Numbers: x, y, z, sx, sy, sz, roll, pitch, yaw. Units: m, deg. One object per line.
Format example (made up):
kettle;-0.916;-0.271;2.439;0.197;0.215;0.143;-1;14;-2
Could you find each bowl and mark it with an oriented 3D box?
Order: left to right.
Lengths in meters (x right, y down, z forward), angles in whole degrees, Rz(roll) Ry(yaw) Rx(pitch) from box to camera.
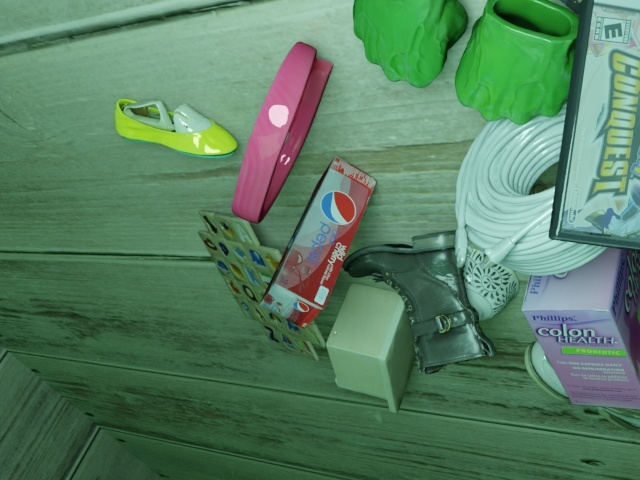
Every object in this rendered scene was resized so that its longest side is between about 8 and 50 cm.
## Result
bowl;0.254;0.094;1.294;0.170;0.080;0.170;16;146;11

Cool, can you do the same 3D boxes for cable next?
cable;0.277;-0.082;0.876;0.257;0.257;0.089;-30;126;32

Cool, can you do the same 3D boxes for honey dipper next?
honey dipper;0.347;-0.084;1.036;0.030;0.030;0.160;37;141;-18

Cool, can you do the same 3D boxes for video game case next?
video game case;0.372;-0.120;0.733;0.248;0.275;0.035;8;-179;3

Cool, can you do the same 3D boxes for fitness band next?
fitness band;-0.059;-0.146;1.043;0.054;0.209;0.291;25;146;1

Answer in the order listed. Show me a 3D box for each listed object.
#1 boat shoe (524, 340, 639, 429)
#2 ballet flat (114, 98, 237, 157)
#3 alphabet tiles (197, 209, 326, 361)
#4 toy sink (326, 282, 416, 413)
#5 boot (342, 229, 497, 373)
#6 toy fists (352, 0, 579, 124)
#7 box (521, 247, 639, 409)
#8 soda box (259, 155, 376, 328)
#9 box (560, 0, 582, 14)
boat shoe;0.503;0.247;1.327;0.302;0.113;0.103;26;147;-21
ballet flat;-0.248;-0.193;1.233;0.231;0.077;0.077;13;129;21
alphabet tiles;-0.121;0.090;1.470;0.285;0.011;0.343;12;135;51
toy sink;0.105;0.222;1.503;0.131;0.153;0.234;11;145;21
boot;0.157;0.113;1.251;0.263;0.229;0.091;-14;174;42
toy fists;0.163;-0.233;0.867;0.279;0.096;0.142;25;144;15
box;0.402;0.086;1.063;0.117;0.214;0.243;-4;136;37
soda box;0.000;0.000;1.158;0.083;0.263;0.092;28;147;-6
box;0.274;-0.344;0.703;0.159;0.044;0.233;33;146;-12
